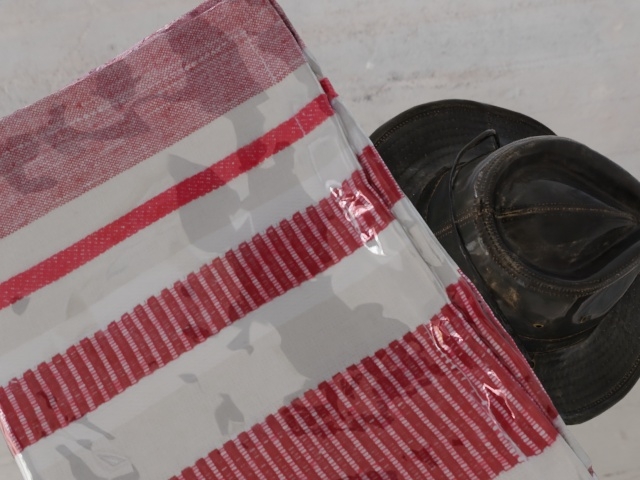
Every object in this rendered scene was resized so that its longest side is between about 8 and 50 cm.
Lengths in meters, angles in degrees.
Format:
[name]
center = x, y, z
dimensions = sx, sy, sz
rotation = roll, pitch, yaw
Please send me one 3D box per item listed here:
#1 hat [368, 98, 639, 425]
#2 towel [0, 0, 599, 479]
[hat]
center = 0.191, -0.008, 0.729
dimensions = 0.331, 0.134, 0.331
rotation = 11, 63, -22
[towel]
center = -0.050, 0.046, 0.436
dimensions = 0.237, 0.037, 0.329
rotation = -32, 75, -4
